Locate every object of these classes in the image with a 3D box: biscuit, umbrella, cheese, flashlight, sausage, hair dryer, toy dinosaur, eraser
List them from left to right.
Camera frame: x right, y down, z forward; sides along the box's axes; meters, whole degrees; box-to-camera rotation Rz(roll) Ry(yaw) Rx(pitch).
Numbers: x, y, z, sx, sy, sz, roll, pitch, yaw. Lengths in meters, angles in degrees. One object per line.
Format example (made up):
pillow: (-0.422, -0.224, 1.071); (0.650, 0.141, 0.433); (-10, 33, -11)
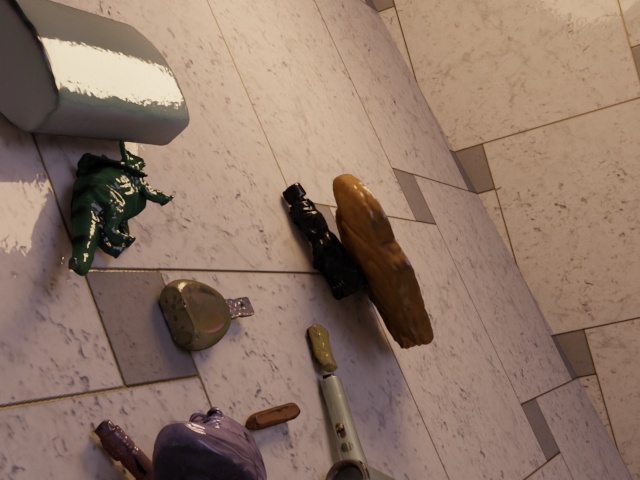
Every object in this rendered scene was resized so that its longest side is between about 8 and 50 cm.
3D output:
eraser: (-0.303, -0.216, 1.181); (0.189, 0.104, 0.290); (53, 20, 14)
toy dinosaur: (-0.248, -0.024, 1.115); (0.120, 0.079, 0.292); (40, 27, -30)
flashlight: (-0.196, 0.234, 0.976); (0.110, 0.031, 0.052); (51, 0, -15)
cheese: (-0.142, 0.095, 1.250); (0.192, 0.037, 0.097); (-1, 66, -66)
sausage: (-0.065, 0.239, 1.260); (0.116, 0.026, 0.026); (2, 61, -64)
umbrella: (-0.001, 0.000, 1.638); (0.071, 0.080, 0.224); (-25, 82, -33)
cheese: (0.004, 0.172, 1.480); (0.044, 0.030, 0.083); (20, 39, -49)
hair dryer: (0.044, 0.304, 1.389); (0.131, 0.073, 0.236); (37, 23, -48)
biscuit: (0.099, 0.052, 1.647); (0.269, 0.051, 0.376); (47, -19, 57)

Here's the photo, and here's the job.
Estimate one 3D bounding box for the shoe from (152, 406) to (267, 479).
shoe: (-0.118, 0.235, 1.020); (0.245, 0.095, 0.138); (65, 2, -52)
